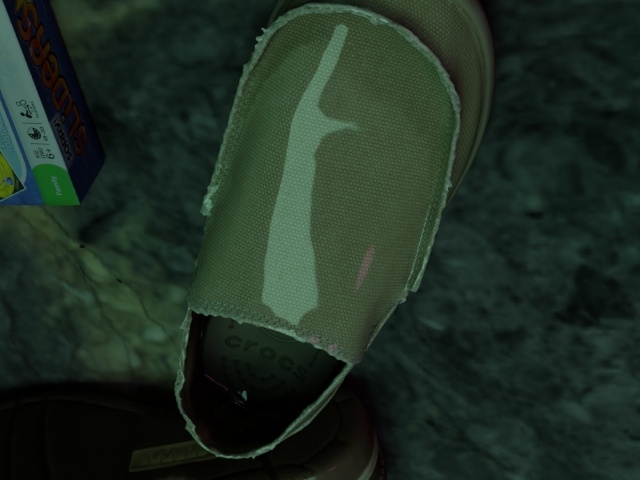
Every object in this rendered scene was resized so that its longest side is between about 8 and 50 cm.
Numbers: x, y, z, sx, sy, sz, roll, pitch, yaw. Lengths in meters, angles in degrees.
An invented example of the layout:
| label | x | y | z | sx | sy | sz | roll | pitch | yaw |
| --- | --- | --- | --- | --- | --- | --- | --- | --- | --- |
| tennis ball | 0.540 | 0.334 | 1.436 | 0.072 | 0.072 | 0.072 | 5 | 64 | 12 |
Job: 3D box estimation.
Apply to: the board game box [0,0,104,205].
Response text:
| label | x | y | z | sx | sy | sz | roll | pitch | yaw |
| --- | --- | --- | --- | --- | --- | --- | --- | --- | --- |
| board game box | -0.185 | -0.102 | 0.624 | 0.136 | 0.035 | 0.201 | 0 | 131 | 19 |

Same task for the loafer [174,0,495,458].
| label | x | y | z | sx | sy | sz | roll | pitch | yaw |
| --- | --- | --- | --- | --- | --- | --- | --- | --- | --- |
| loafer | 0.000 | 0.000 | 0.614 | 0.102 | 0.092 | 0.268 | 18 | 134 | 2 |

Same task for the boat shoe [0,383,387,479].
| label | x | y | z | sx | sy | sz | roll | pitch | yaw |
| --- | --- | --- | --- | --- | --- | --- | --- | --- | --- |
| boat shoe | -0.088 | 0.138 | 0.771 | 0.257 | 0.095 | 0.095 | -4 | 135 | 22 |
